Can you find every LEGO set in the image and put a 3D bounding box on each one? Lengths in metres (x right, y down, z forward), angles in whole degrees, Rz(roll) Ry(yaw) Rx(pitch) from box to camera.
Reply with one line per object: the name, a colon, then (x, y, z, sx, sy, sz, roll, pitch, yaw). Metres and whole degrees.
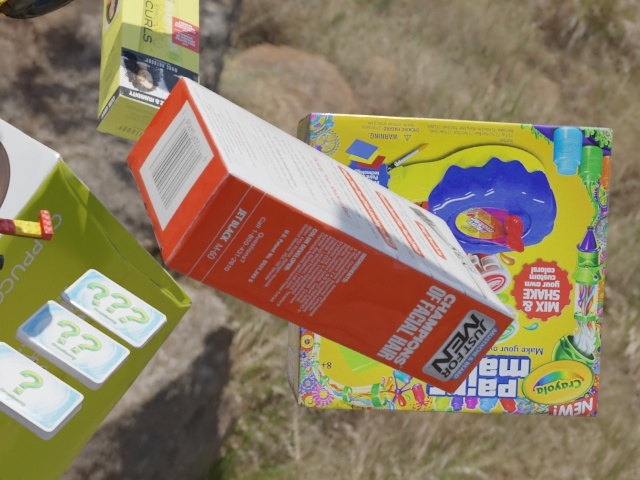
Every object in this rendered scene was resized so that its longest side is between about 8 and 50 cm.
LEGO set: (-0.250, 0.022, 0.978, 0.244, 0.060, 0.182, 33, 34, 6)

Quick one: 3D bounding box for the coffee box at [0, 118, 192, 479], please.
coffee box: (-0.402, 0.055, 1.330, 0.334, 0.338, 0.338, 30, 76, 28)

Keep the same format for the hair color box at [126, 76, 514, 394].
hair color box: (0.000, 0.000, 0.591, 0.167, 0.053, 0.093, 26, 20, -31)

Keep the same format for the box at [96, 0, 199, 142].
box: (-0.164, -0.196, 1.250, 0.087, 0.058, 0.232, 18, 48, -26)

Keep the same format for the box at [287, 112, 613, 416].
box: (0.119, 0.022, 1.288, 0.289, 0.279, 0.177, 2, 2, -5)

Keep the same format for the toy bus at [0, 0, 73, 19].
toy bus: (-0.288, -0.187, 0.887, 0.220, 0.211, 0.150, -23, 85, -48)
